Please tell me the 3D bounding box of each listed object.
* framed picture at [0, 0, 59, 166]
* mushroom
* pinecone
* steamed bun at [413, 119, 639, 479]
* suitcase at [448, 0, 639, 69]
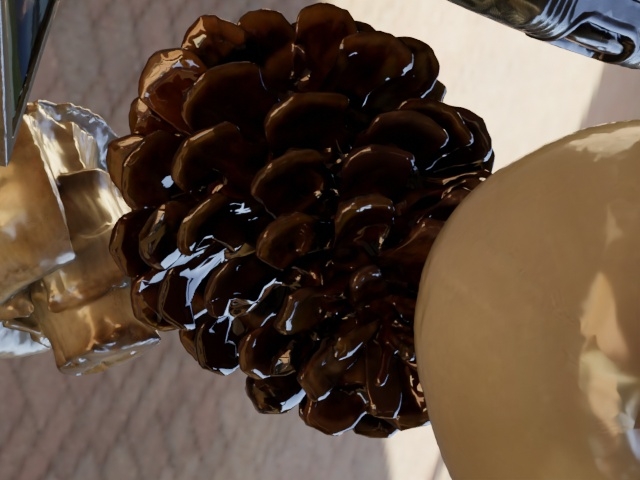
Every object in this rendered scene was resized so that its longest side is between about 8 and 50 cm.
[{"bbox_3d":[-0.094,-0.107,0.529,0.149,0.011,0.109,106,-4,-61],"label":"framed picture"},{"bbox_3d":[-0.223,0.020,1.233,0.254,0.189,0.195,21,45,-67],"label":"mushroom"},{"bbox_3d":[0.002,0.002,0.950,0.292,0.246,0.246,-121,-152,-55],"label":"pinecone"},{"bbox_3d":[0.134,0.067,0.623,0.131,0.177,0.228,-41,108,-82],"label":"steamed bun"},{"bbox_3d":[0.076,-0.218,1.003,0.202,0.312,0.128,6,110,-54],"label":"suitcase"}]
